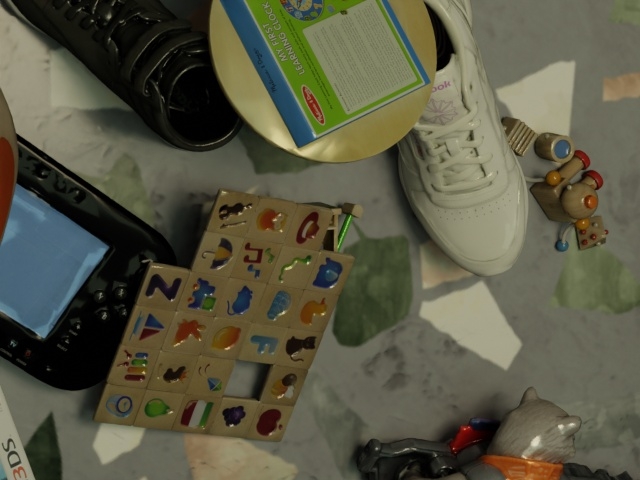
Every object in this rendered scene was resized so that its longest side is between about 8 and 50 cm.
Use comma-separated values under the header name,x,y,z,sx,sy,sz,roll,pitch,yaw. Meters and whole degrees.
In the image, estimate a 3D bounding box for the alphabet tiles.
name,x,y,z,sx,sy,sz,roll,pitch,yaw
alphabet tiles,-0.079,0.069,1.682,0.198,0.009,0.237,10,110,-32

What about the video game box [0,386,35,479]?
name,x,y,z,sx,sy,sz,roll,pitch,yaw
video game box,-0.342,0.242,1.624,0.205,0.048,0.187,-24,103,-19

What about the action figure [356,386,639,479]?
name,x,y,z,sx,sy,sz,roll,pitch,yaw
action figure,0.204,0.305,1.804,0.341,0.178,0.330,2,106,-20

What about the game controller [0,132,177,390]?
name,x,y,z,sx,sy,sz,roll,pitch,yaw
game controller,-0.279,-0.004,1.605,0.319,0.067,0.166,36,83,-23

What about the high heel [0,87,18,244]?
name,x,y,z,sx,sy,sz,roll,pitch,yaw
high heel,-0.333,-0.120,1.493,0.181,0.127,0.377,2,69,2

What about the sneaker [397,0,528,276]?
name,x,y,z,sx,sy,sz,roll,pitch,yaw
sneaker,0.105,-0.104,1.707,0.114,0.152,0.305,-16,100,13

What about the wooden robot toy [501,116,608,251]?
name,x,y,z,sx,sy,sz,roll,pitch,yaw
wooden robot toy,0.244,-0.053,1.819,0.076,0.079,0.173,-42,111,-13

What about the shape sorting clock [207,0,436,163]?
name,x,y,z,sx,sy,sz,roll,pitch,yaw
shape sorting clock,0.002,-0.165,1.578,0.206,0.040,0.206,7,74,-25

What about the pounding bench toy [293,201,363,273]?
name,x,y,z,sx,sy,sz,roll,pitch,yaw
pounding bench toy,0.000,0.000,1.735,0.083,0.052,0.065,-4,99,-23

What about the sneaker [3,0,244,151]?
name,x,y,z,sx,sy,sz,roll,pitch,yaw
sneaker,-0.166,-0.184,1.586,0.104,0.147,0.296,-48,111,-9
